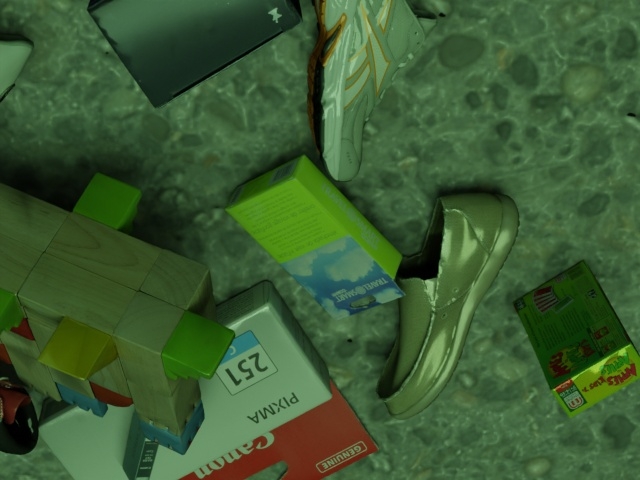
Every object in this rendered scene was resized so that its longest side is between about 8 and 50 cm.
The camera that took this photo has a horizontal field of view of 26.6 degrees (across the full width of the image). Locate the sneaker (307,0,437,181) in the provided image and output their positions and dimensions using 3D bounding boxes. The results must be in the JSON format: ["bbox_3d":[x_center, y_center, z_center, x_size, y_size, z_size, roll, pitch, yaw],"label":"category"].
[{"bbox_3d":[0.052,-0.178,1.307,0.121,0.099,0.263,-1,117,-9],"label":"sneaker"}]

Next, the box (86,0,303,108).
[{"bbox_3d":[-0.109,-0.229,1.201,0.153,0.207,0.108,-30,115,9],"label":"box"}]

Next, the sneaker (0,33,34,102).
[{"bbox_3d":[-0.400,-0.253,1.227,0.146,0.122,0.330,-43,115,0],"label":"sneaker"}]

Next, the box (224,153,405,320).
[{"bbox_3d":[0.000,0.000,1.390,0.109,0.042,0.178,-23,121,41],"label":"box"}]

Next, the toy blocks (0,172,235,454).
[{"bbox_3d":[-0.248,0.075,1.323,0.381,0.191,0.261,22,152,12],"label":"toy blocks"}]

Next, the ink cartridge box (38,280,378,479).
[{"bbox_3d":[-0.118,0.221,1.500,0.296,0.066,0.261,-29,114,9],"label":"ink cartridge box"}]

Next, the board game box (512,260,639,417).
[{"bbox_3d":[0.268,0.099,1.409,0.092,0.181,0.043,-33,114,11],"label":"board game box"}]

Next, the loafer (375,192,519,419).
[{"bbox_3d":[0.115,0.062,1.430,0.092,0.102,0.269,21,103,-13],"label":"loafer"}]

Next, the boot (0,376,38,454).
[{"bbox_3d":[-0.392,0.129,1.379,0.176,0.088,0.244,-7,128,33],"label":"boot"}]
